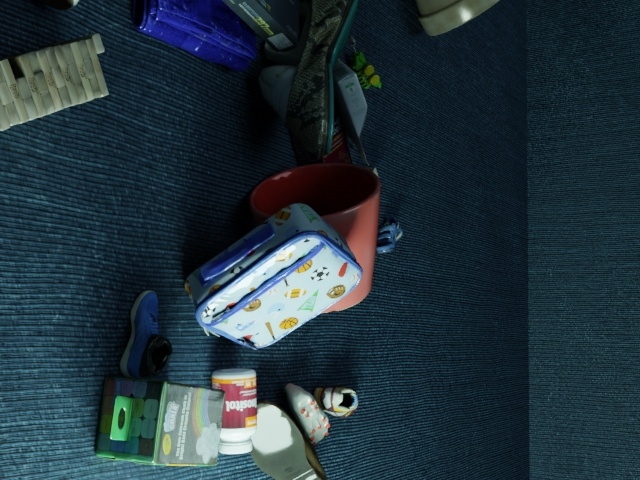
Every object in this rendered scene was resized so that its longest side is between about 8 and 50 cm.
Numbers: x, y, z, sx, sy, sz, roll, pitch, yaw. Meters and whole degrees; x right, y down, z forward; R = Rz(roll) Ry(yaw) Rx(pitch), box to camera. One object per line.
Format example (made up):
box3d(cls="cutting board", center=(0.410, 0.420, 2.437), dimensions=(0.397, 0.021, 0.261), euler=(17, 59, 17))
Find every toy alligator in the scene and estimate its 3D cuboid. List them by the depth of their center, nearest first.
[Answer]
box3d(cls="toy alligator", center=(0.098, -0.439, 2.170), dimensions=(0.051, 0.056, 0.190), euler=(-43, 138, -1))

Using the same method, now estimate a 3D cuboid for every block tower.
box3d(cls="block tower", center=(-0.437, -0.209, 1.193), dimensions=(0.335, 0.090, 0.097), euler=(-40, 123, -53))

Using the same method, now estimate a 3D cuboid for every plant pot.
box3d(cls="plant pot", center=(0.000, 0.000, 1.787), dimensions=(0.275, 0.274, 0.243), euler=(-48, 138, -50))
box3d(cls="plant pot", center=(0.377, -0.799, 2.462), dimensions=(0.280, 0.323, 0.323), euler=(55, 41, -19))

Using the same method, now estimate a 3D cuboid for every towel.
box3d(cls="towel", center=(-0.222, -0.459, 1.594), dimensions=(0.308, 0.076, 0.228), euler=(10, 80, -59))

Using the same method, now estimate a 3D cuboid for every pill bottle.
box3d(cls="pill bottle", center=(-0.163, 0.323, 1.625), dimensions=(0.086, 0.086, 0.152), euler=(1, 87, -60))

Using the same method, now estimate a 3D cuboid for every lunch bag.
box3d(cls="lunch bag", center=(-0.092, 0.075, 1.578), dimensions=(0.243, 0.303, 0.115), euler=(38, 20, -51))

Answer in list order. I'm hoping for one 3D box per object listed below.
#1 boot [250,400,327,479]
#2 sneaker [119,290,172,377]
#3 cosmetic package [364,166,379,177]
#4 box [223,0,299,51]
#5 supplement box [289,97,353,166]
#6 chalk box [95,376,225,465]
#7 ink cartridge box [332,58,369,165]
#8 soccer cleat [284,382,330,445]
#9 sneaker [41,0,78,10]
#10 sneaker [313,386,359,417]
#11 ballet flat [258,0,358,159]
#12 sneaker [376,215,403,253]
box3d(cls="boot", center=(-0.073, 0.431, 1.793), dimensions=(0.115, 0.112, 0.305), euler=(-101, 165, -59))
box3d(cls="sneaker", center=(-0.280, 0.157, 1.438), dimensions=(0.058, 0.084, 0.152), euler=(43, 52, -50))
box3d(cls="cosmetic package", center=(0.110, -0.134, 2.170), dimensions=(0.115, 0.041, 0.060), euler=(-54, 133, -47))
box3d(cls="box", center=(-0.122, -0.506, 1.661), dimensions=(0.232, 0.059, 0.184), euler=(36, 48, -53))
box3d(cls="supplement box", center=(0.004, -0.210, 1.965), dimensions=(0.130, 0.073, 0.240), euler=(-46, 125, -51))
box3d(cls="chalk box", center=(-0.275, 0.295, 1.394), dimensions=(0.213, 0.132, 0.132), euler=(26, 67, -55))
box3d(cls="ink cartridge box", center=(0.070, -0.309, 2.006), dimensions=(0.225, 0.056, 0.181), euler=(65, -4, -31))
box3d(cls="soccer cleat", center=(-0.029, 0.379, 1.876), dimensions=(0.068, 0.076, 0.196), euler=(-36, 141, -17))
box3d(cls="sneaker", center=(-0.420, -0.477, 1.224), dimensions=(0.290, 0.105, 0.123), euler=(60, 42, -36))
box3d(cls="sneaker", center=(0.060, 0.380, 2.003), dimensions=(0.185, 0.083, 0.070), euler=(21, 70, -57))
box3d(cls="ballet flat", center=(-0.036, -0.371, 1.814), dimensions=(0.164, 0.182, 0.483), euler=(104, -3, -55))
box3d(cls="sneaker", center=(0.177, -0.013, 2.268), dimensions=(0.144, 0.053, 0.059), euler=(-58, 137, -56))
